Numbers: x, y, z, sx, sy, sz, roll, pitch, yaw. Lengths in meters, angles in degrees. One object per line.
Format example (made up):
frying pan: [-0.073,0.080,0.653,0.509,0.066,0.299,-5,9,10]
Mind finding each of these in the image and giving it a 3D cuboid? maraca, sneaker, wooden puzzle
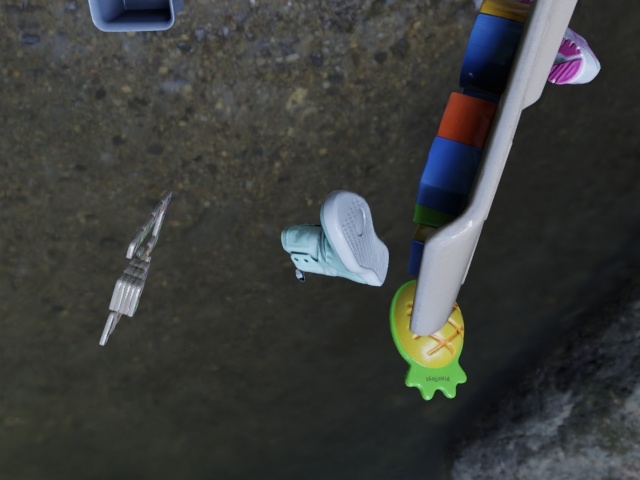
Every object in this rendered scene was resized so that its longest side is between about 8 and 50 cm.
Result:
maraca: [0.166,0.148,1.167,0.127,0.185,0.099,0,160,-22]
sneaker: [0.458,-0.384,1.524,0.111,0.252,0.103,10,131,-38]
sneaker: [0.000,0.001,1.092,0.151,0.094,0.256,7,160,18]
wooden puzzle: [0.159,-0.097,0.779,0.081,0.347,0.322,22,162,12]

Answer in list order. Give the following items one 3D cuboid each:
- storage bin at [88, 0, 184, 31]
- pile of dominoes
storage bin: [-0.283,-0.387,1.199,0.135,0.091,0.098,1,118,11]
pile of dominoes: [-0.296,0.047,1.294,0.040,0.251,0.195,20,115,-4]
